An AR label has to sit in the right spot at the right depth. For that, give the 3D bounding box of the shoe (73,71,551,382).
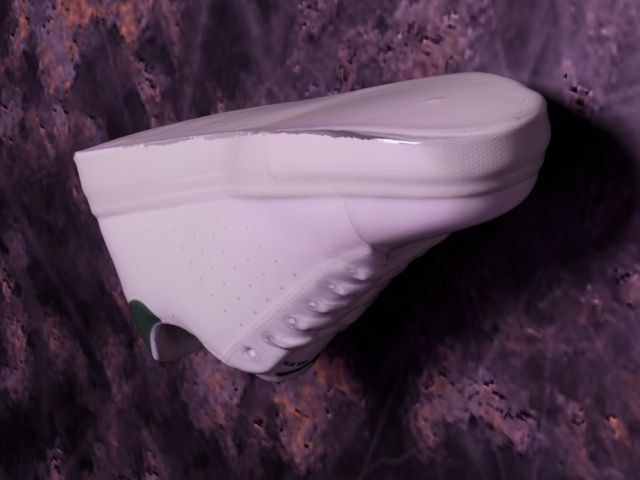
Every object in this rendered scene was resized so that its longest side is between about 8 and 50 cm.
[{"bbox_3d":[0.000,0.000,0.776,0.265,0.095,0.110,2,107,55],"label":"shoe"}]
